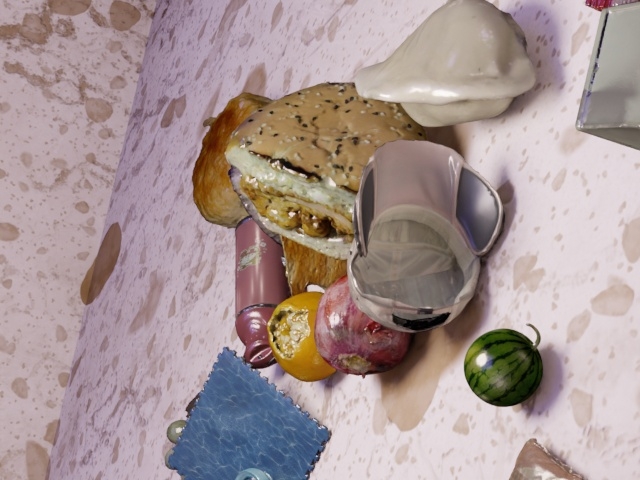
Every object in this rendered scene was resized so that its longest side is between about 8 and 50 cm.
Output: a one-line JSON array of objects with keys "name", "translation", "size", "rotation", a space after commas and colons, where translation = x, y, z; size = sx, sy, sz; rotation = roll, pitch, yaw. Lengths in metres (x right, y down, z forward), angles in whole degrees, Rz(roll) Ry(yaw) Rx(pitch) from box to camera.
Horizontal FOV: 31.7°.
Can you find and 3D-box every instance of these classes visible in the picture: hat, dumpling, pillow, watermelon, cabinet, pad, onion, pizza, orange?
[{"name": "hat", "translation": [0.126, -0.007, 1.603], "size": [0.161, 0.232, 0.275], "rotation": [179, 91, -66]}, {"name": "dumpling", "translation": [0.176, -0.263, 1.678], "size": [0.318, 0.243, 0.187], "rotation": [-144, 46, -74]}, {"name": "pillow", "translation": [0.269, 0.317, 1.285], "size": [0.211, 0.034, 0.135], "rotation": [27, 95, 65]}, {"name": "watermelon", "translation": [0.233, 0.157, 1.409], "size": [0.109, 0.109, 0.109], "rotation": [-46, 34, 44]}, {"name": "cabinet", "translation": [0.408, -0.171, 1.203], "size": [0.206, 0.150, 0.145], "rotation": [9, 85, 66]}, {"name": "pad", "translation": [-0.131, 0.360, 1.958], "size": [0.269, 0.012, 0.269], "rotation": [34, 108, 29]}, {"name": "onion", "translation": [0.067, 0.112, 1.735], "size": [0.159, 0.159, 0.195], "rotation": [-44, 27, 46]}, {"name": "pizza", "translation": [0.000, 0.000, 1.976], "size": [0.034, 0.181, 0.262], "rotation": [-162, 66, -65]}, {"name": "orange", "translation": [-0.020, 0.161, 1.905], "size": [0.154, 0.134, 0.155], "rotation": [-165, 90, -73]}]

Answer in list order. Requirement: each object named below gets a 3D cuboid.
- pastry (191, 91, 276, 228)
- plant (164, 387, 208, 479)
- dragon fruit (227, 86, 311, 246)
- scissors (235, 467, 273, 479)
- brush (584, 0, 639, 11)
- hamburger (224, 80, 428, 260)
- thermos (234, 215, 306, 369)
[{"name": "pastry", "translation": [-0.174, -0.185, 2.490], "size": [0.329, 0.136, 0.330], "rotation": [-47, 32, 42]}, {"name": "plant", "translation": [-0.202, 0.365, 2.119], "size": [0.274, 0.149, 0.146], "rotation": [-48, 30, 38]}, {"name": "dragon fruit", "translation": [-0.031, -0.138, 2.094], "size": [0.221, 0.204, 0.283], "rotation": [-31, 25, 15]}, {"name": "scissors", "translation": [-0.131, 0.548, 1.933], "size": [0.180, 0.032, 0.393], "rotation": [52, 131, 34]}, {"name": "brush", "translation": [0.428, -0.300, 1.378], "size": [0.321, 0.060, 0.050], "rotation": [-152, 70, -66]}, {"name": "hamburger", "translation": [0.029, -0.120, 1.809], "size": [0.277, 0.318, 0.195], "rotation": [-53, -27, -39]}, {"name": "thermos", "translation": [-0.097, 0.104, 2.168], "size": [0.109, 0.136, 0.330], "rotation": [93, 175, -48]}]
